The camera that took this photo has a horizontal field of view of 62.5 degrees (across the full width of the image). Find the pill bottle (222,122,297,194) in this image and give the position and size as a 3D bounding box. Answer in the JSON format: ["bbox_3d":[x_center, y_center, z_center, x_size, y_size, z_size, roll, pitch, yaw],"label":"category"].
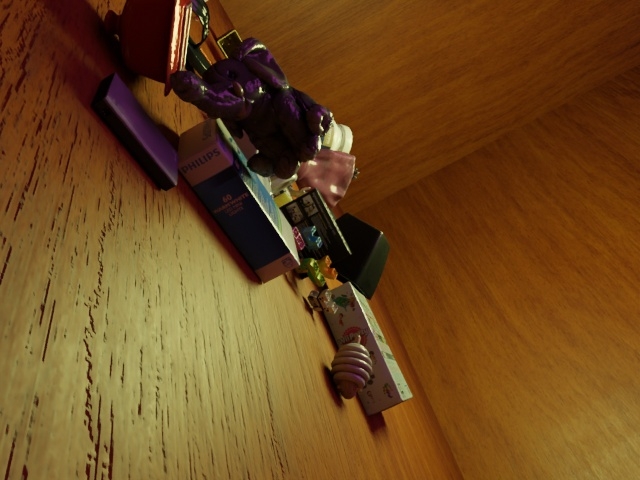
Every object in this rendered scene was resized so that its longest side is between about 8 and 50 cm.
[{"bbox_3d":[-0.141,-0.197,1.189,0.186,0.112,0.112,63,7,2],"label":"pill bottle"}]

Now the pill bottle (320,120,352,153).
[{"bbox_3d":[-0.038,-0.343,1.727,0.265,0.153,0.153,7,43,-32],"label":"pill bottle"}]

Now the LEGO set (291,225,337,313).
[{"bbox_3d":[-0.036,0.053,1.173,0.227,0.093,0.087,64,36,-27],"label":"LEGO set"}]

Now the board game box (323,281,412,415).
[{"bbox_3d":[0.115,0.273,1.328,0.303,0.098,0.224,66,7,20],"label":"board game box"}]

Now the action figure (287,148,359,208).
[{"bbox_3d":[-0.070,-0.244,1.601,0.370,0.248,0.276,23,-7,-39],"label":"action figure"}]

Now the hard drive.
[{"bbox_3d":[-0.229,-0.137,0.670,0.135,0.022,0.094,58,8,-36],"label":"hard drive"}]

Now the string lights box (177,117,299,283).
[{"bbox_3d":[-0.133,-0.068,0.887,0.259,0.077,0.133,58,8,-32],"label":"string lights box"}]

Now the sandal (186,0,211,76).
[{"bbox_3d":[-0.343,-0.573,1.172,0.445,0.107,0.167,60,7,-19],"label":"sandal"}]

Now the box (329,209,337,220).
[{"bbox_3d":[0.025,-0.033,1.865,0.158,0.093,0.156,60,7,-11],"label":"box"}]

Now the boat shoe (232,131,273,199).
[{"bbox_3d":[-0.144,-0.123,1.076,0.081,0.079,0.227,65,8,-54],"label":"boat shoe"}]

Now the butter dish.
[{"bbox_3d":[-0.260,-0.312,0.786,0.160,0.118,0.159,-109,-151,-61],"label":"butter dish"}]

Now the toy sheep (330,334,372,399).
[{"bbox_3d":[0.063,0.251,1.050,0.091,0.091,0.132,55,34,-45],"label":"toy sheep"}]

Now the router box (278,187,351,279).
[{"bbox_3d":[-0.025,-0.016,1.253,0.178,0.133,0.046,63,7,0],"label":"router box"}]

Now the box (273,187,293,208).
[{"bbox_3d":[-0.144,-0.190,1.361,0.232,0.058,0.087,65,8,22],"label":"box"}]

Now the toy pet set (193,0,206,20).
[{"bbox_3d":[-0.419,-0.771,1.695,0.122,0.065,0.114,56,44,-27],"label":"toy pet set"}]

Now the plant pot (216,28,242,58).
[{"bbox_3d":[-0.345,-0.745,1.989,0.081,0.081,0.083,57,-3,-38],"label":"plant pot"}]

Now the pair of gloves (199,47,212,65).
[{"bbox_3d":[-0.316,-0.493,1.476,0.074,0.010,0.083,56,12,-50],"label":"pair of gloves"}]

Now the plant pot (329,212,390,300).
[{"bbox_3d":[0.092,0.034,1.497,0.187,0.167,0.188,31,-7,26],"label":"plant pot"}]

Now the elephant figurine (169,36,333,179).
[{"bbox_3d":[-0.107,-0.217,0.795,0.239,0.169,0.186,37,-10,-31],"label":"elephant figurine"}]
